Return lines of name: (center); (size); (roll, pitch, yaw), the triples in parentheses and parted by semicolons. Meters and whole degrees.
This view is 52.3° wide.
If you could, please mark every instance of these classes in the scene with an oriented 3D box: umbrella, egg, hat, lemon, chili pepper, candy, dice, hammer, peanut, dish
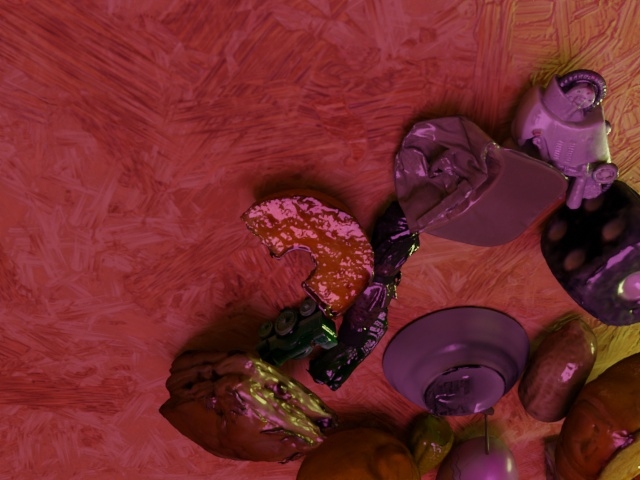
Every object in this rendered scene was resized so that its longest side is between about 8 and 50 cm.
umbrella: (0.104, 0.071, 1.182); (0.094, 0.090, 0.326); (11, 126, -10)
egg: (0.372, 0.586, 1.565); (0.196, 0.196, 0.271); (-4, 126, -1)
hat: (0.248, -0.101, 1.048); (0.244, 0.149, 0.214); (6, 140, -32)
lemon: (0.085, 0.568, 1.475); (0.296, 0.297, 0.297); (-2, 130, -3)
chili pepper: (0.066, 0.209, 1.319); (0.088, 0.059, 0.227); (31, 118, -13)
candy: (0.247, 0.500, 1.553); (0.096, 0.097, 0.210); (6, 134, -9)
dice: (0.504, 0.022, 1.117); (0.181, 0.183, 0.182); (33, 119, -26)
hammer: (0.382, 0.435, 1.497); (0.035, 0.110, 0.019); (15, 149, -18)
peanut: (0.498, 0.274, 1.367); (0.122, 0.137, 0.253); (29, 135, 27)
dish: (0.292, 0.282, 1.363); (0.316, 0.106, 0.317); (-2, 130, -3)

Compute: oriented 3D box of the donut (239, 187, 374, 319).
donut: (0.006, 0.001, 1.090); (0.152, 0.101, 0.259); (-31, 112, 19)

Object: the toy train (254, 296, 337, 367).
toy train: (-0.049, 0.187, 1.260); (0.178, 0.105, 0.071); (-30, 130, 20)

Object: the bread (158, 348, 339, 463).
bread: (-0.152, 0.332, 1.253); (0.277, 0.167, 0.324); (39, 152, -29)

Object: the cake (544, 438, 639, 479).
cake: (0.723, 0.598, 1.579); (0.308, 0.237, 0.230); (-18, 132, 7)

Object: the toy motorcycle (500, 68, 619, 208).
toy motorcycle: (0.368, -0.153, 1.022); (0.170, 0.110, 0.260); (-6, 140, 23)

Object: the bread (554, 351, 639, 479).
bread: (0.627, 0.380, 1.357); (0.336, 0.148, 0.328); (-21, 138, -21)
